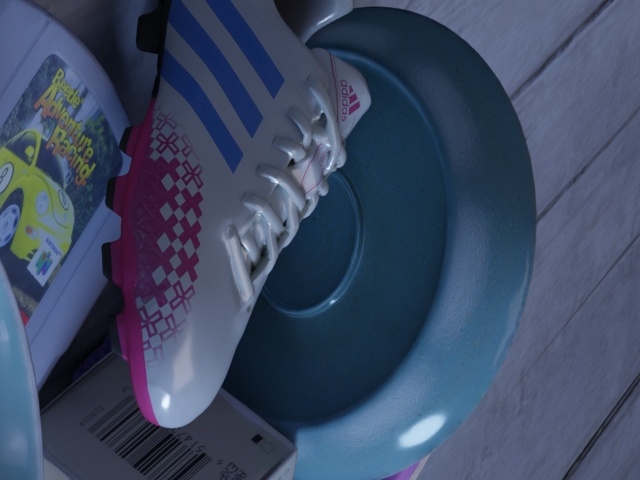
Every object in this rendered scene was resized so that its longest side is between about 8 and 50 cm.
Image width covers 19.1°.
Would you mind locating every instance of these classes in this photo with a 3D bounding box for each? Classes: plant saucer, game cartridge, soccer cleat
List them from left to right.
[{"bbox_3d":[-0.189,-0.025,1.097,0.196,0.060,0.294,-64,158,-17],"label":"game cartridge"},{"bbox_3d":[-0.044,-0.047,1.132,0.116,0.143,0.331,75,15,-58],"label":"soccer cleat"},{"bbox_3d":[0.000,0.000,1.236,0.043,0.317,0.318,10,103,-46],"label":"plant saucer"}]

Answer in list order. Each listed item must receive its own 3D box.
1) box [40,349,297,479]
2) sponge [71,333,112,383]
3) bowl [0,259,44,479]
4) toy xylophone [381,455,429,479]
[{"bbox_3d":[-0.119,0.225,1.303,0.121,0.148,0.311,-41,154,-35],"label":"box"},{"bbox_3d":[-0.108,0.077,1.404,0.210,0.031,0.117,-47,152,-39],"label":"sponge"},{"bbox_3d":[-0.257,0.127,0.864,0.311,0.163,0.312,-2,90,-76],"label":"bowl"},{"bbox_3d":[-0.003,0.120,1.425,0.236,0.081,0.322,-56,-164,-1],"label":"toy xylophone"}]
